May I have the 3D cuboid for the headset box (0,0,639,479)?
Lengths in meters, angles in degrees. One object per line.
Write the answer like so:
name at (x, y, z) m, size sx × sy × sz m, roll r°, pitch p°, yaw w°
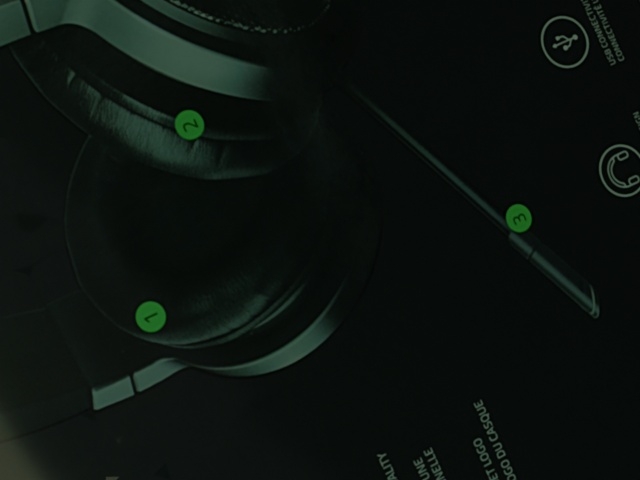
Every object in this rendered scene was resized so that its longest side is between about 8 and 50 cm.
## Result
headset box at (0.000, 0.000, 0.429) m, size 0.283 × 0.131 × 0.246 m, roll -26°, pitch 90°, yaw -21°
